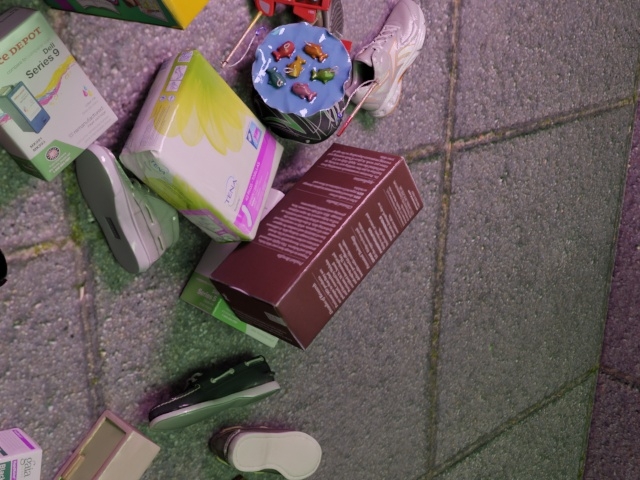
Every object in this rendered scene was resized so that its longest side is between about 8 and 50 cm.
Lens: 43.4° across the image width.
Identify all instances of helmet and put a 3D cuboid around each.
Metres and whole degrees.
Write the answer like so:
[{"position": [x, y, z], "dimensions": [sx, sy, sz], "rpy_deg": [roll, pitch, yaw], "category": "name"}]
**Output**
[{"position": [-0.036, -0.270, 1.540], "dimensions": [0.169, 0.161, 0.169], "rpy_deg": [-19, 118, -40], "category": "helmet"}]

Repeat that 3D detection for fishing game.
[{"position": [-0.031, -0.313, 1.448], "dimensions": [0.189, 0.264, 0.041], "rpy_deg": [-54, 174, -14], "category": "fishing game"}]

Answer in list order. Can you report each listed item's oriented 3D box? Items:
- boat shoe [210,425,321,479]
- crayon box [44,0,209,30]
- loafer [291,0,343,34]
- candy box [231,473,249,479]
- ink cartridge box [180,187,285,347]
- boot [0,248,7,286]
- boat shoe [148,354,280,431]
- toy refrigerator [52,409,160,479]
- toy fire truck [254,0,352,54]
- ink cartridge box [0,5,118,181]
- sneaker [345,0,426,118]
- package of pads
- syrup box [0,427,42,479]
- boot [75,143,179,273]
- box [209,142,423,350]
[{"position": [-0.115, 0.469, 1.799], "dimensions": [0.305, 0.091, 0.109], "rpy_deg": [24, 76, -48], "category": "boat shoe"}, {"position": [-0.225, -0.454, 1.133], "dimensions": [0.313, 0.363, 0.106], "rpy_deg": [-54, 135, -15], "category": "crayon box"}, {"position": [-0.010, -0.459, 1.566], "dimensions": [0.094, 0.087, 0.251], "rpy_deg": [-60, 155, -48], "category": "loafer"}, {"position": [-0.193, 0.634, 1.811], "dimensions": [0.109, 0.053, 0.187], "rpy_deg": [-29, 123, -34], "category": "candy box"}, {"position": [-0.122, 0.047, 1.610], "dimensions": [0.198, 0.115, 0.273], "rpy_deg": [36, 78, -46], "category": "ink cartridge box"}, {"position": [-0.515, -0.032, 1.169], "dimensions": [0.077, 0.137, 0.198], "rpy_deg": [-36, 127, -31], "category": "boot"}, {"position": [-0.223, 0.307, 1.631], "dimensions": [0.302, 0.091, 0.114], "rpy_deg": [-7, 154, -45], "category": "boat shoe"}, {"position": [-0.427, 0.455, 1.470], "dimensions": [0.269, 0.102, 0.094], "rpy_deg": [-54, 135, -15], "category": "toy refrigerator"}, {"position": [-0.031, -0.412, 1.508], "dimensions": [0.047, 0.192, 0.135], "rpy_deg": [-79, 179, -51], "category": "toy fire truck"}, {"position": [-0.435, -0.220, 1.211], "dimensions": [0.154, 0.093, 0.212], "rpy_deg": [-47, 131, -21], "category": "ink cartridge box"}, {"position": [0.135, -0.400, 1.716], "dimensions": [0.121, 0.099, 0.262], "rpy_deg": [17, 92, -43], "category": "sneaker"}, {"position": [-0.201, -0.151, 1.422], "dimensions": [0.296, 0.101, 0.229], "rpy_deg": [46, 52, -44], "category": "package of pads"}, {"position": [-0.579, 0.384, 1.294], "dimensions": [0.237, 0.096, 0.093], "rpy_deg": [-2, 107, -44], "category": "syrup box"}, {"position": [-0.325, -0.075, 1.393], "dimensions": [0.123, 0.095, 0.258], "rpy_deg": [-45, 137, -38], "category": "boot"}, {"position": [0.000, 0.000, 1.492], "dimensions": [0.381, 0.191, 0.143], "rpy_deg": [-47, 131, -23], "category": "box"}]
